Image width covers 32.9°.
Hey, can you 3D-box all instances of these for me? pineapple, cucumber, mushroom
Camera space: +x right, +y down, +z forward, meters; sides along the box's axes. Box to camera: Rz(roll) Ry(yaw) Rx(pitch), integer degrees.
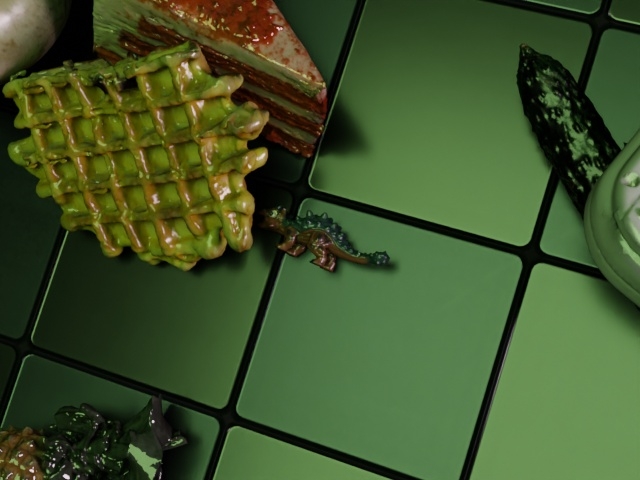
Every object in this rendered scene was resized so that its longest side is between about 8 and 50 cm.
[{"bbox_3d":[-0.253,0.227,1.107,0.237,0.111,0.119,-19,102,4],"label":"pineapple"},{"bbox_3d":[0.268,-0.062,1.043,0.072,0.072,0.300,-29,75,7],"label":"cucumber"},{"bbox_3d":[-0.365,-0.279,1.157,0.188,0.195,0.254,-19,43,-8],"label":"mushroom"}]

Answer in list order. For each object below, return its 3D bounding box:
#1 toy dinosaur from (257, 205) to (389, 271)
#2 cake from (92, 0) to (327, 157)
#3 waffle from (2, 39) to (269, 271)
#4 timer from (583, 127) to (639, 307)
[{"bbox_3d":[0.000,0.000,1.110,0.154,0.049,0.055,19,82,21],"label":"toy dinosaur"},{"bbox_3d":[-0.121,-0.192,1.090,0.159,0.158,0.262,-27,73,-20],"label":"cake"},{"bbox_3d":[-0.184,-0.099,1.101,0.309,0.065,0.283,35,126,5],"label":"waffle"},{"bbox_3d":[0.377,-0.012,0.956,0.262,0.087,0.237,40,69,8],"label":"timer"}]
